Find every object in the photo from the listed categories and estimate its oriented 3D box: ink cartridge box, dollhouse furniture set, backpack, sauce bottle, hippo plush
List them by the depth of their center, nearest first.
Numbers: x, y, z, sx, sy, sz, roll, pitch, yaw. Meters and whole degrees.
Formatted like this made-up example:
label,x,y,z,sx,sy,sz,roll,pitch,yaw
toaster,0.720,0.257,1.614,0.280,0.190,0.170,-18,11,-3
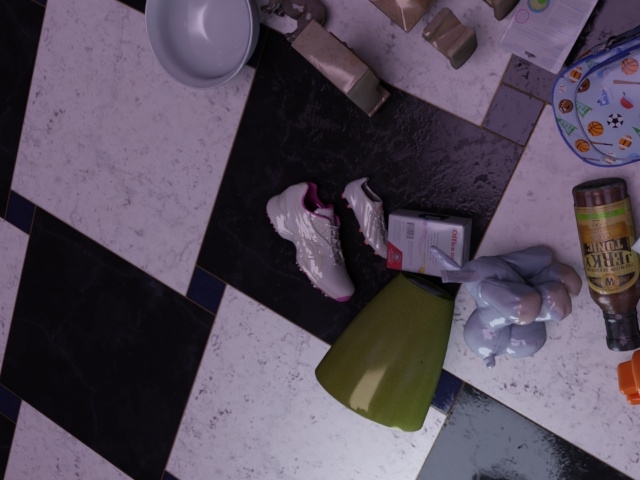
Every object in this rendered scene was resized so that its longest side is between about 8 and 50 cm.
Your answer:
label,x,y,z,sx,sy,sz,roll,pitch,yaw
backpack,0.571,-0.257,1.562,0.263,0.213,0.276,-19,98,41
sauce bottle,0.586,0.051,1.687,0.111,0.111,0.344,-9,100,29
dollhouse furniture set,0.156,-0.475,1.744,0.362,0.256,0.394,43,98,10
hippo plush,0.383,0.162,1.744,0.294,0.234,0.236,-2,120,-6
ink cartridge box,0.242,0.007,1.876,0.175,0.072,0.127,10,108,25

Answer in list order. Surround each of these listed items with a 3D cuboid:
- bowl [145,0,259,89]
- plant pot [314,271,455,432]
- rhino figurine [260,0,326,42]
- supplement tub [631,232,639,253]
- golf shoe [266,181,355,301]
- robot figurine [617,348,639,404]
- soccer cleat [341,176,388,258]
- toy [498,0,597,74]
label,x,y,z,sx,sy,sz,roll,pitch,yaw
bowl,-0.251,-0.506,1.954,0.298,0.134,0.298,8,108,25
plant pot,0.172,0.228,1.888,0.275,0.275,0.293,30,101,18
rhino figurine,-0.080,-0.548,1.889,0.243,0.073,0.106,50,124,9
supplement tub,0.759,0.022,1.515,0.325,0.235,0.235,35,117,15
golf shoe,0.000,0.000,1.982,0.140,0.115,0.306,-37,87,27
robot figurine,0.709,0.265,1.675,0.219,0.128,0.158,-21,91,32
soccer cleat,0.121,-0.051,1.929,0.076,0.068,0.196,-31,86,28
toy,0.465,-0.458,1.637,0.137,0.056,0.237,34,112,24
